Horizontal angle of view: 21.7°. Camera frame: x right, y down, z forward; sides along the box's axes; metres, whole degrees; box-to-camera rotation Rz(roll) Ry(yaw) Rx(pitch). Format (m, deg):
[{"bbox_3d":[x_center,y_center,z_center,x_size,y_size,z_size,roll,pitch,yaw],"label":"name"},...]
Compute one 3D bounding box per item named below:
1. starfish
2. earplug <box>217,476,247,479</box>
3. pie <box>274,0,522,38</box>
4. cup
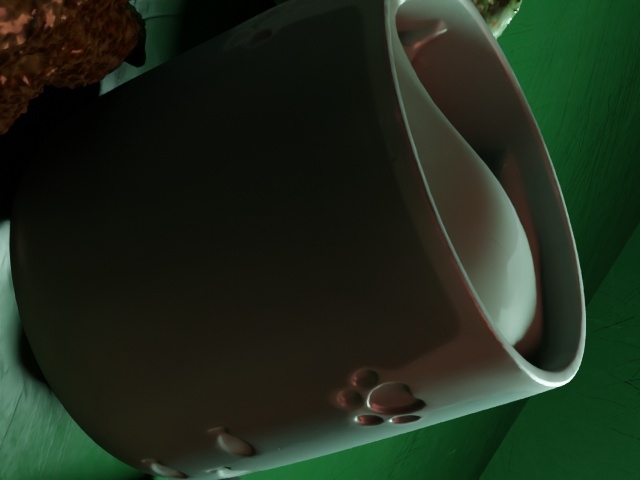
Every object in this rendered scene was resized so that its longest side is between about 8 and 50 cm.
[{"bbox_3d":[-0.151,-0.106,0.829,0.358,0.078,0.347,-59,163,15],"label":"starfish"},{"bbox_3d":[-0.148,0.269,1.312,0.172,0.172,0.301,-64,157,3],"label":"earplug"},{"bbox_3d":[0.051,-0.218,1.130,0.240,0.054,0.240,3,84,-35],"label":"pie"},{"bbox_3d":[0.000,0.000,1.037,0.357,0.274,0.259,1,71,-67],"label":"cup"}]
